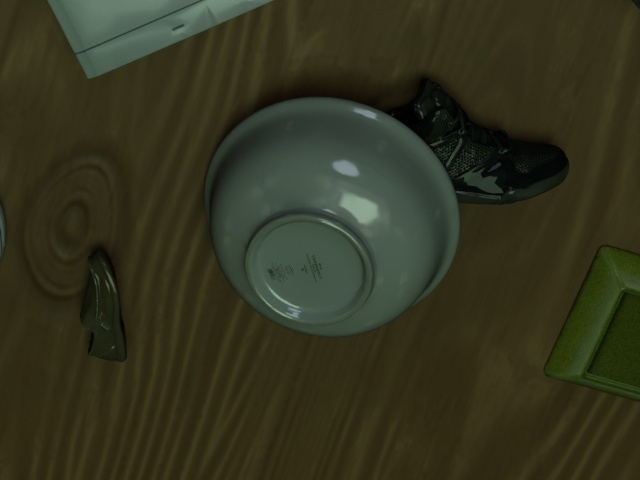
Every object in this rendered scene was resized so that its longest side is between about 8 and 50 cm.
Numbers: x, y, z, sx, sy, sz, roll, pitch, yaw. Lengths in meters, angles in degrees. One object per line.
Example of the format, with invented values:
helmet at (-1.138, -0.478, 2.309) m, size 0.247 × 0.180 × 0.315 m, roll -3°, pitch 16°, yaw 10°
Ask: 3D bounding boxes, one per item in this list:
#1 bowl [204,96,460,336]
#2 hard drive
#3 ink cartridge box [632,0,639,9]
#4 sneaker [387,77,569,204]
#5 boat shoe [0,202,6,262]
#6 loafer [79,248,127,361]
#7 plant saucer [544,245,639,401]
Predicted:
bowl at (0.000, 0.000, 1.868) m, size 0.297 × 0.134 × 0.298 m, roll 6°, pitch 121°, yaw 10°
hard drive at (-0.216, -0.370, 1.766) m, size 0.233 × 0.047 × 0.353 m, roll -23°, pitch 115°, yaw 5°
ink cartridge box at (0.406, -0.333, 1.796) m, size 0.128 × 0.127 × 0.176 m, roll 0°, pitch 115°, yaw -5°
sneaker at (0.171, -0.112, 1.901) m, size 0.227 × 0.087 × 0.130 m, roll 1°, pitch 121°, yaw 0°
boat shoe at (-0.415, 0.057, 1.926) m, size 0.095 × 0.084 × 0.258 m, roll 7°, pitch 114°, yaw -8°
loafer at (-0.257, 0.080, 1.968) m, size 0.050 × 0.056 × 0.148 m, roll -10°, pitch 116°, yaw -8°
plant saucer at (0.394, 0.119, 2.054) m, size 0.188 × 0.045 × 0.188 m, roll 16°, pitch 113°, yaw -12°
